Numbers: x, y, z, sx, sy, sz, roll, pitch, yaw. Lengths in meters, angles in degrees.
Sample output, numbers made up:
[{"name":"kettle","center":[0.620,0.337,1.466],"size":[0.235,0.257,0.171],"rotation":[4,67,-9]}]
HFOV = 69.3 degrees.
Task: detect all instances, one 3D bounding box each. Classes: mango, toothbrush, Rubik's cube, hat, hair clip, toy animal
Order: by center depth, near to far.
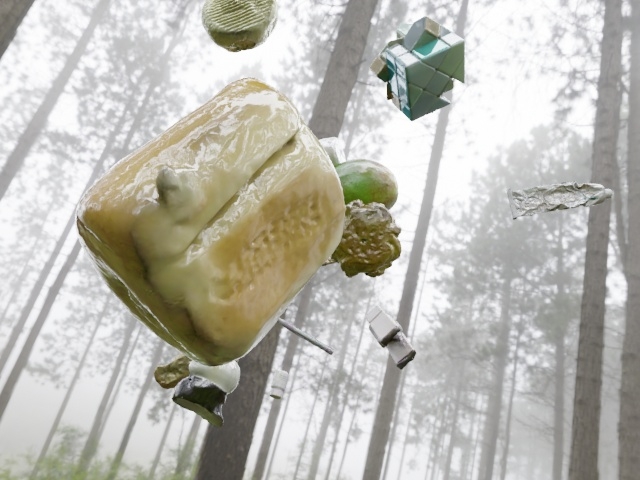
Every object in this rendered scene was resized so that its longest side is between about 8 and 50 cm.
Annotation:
[{"name":"toy animal","center":[-0.303,0.401,1.292],"size":[0.138,0.179,0.166],"rotation":[1,-37,42]},{"name":"Rubik's cube","center":[0.265,-0.492,1.296],"size":[0.224,0.213,0.265],"rotation":[-24,-40,-5]},{"name":"hair clip","center":[0.201,0.276,1.397],"size":[0.101,0.085,0.331],"rotation":[44,0,-5]},{"name":"mango","center":[0.084,-0.155,1.587],"size":[0.381,0.225,0.201],"rotation":[-15,22,-7]},{"name":"toothbrush","center":[-0.102,0.303,1.596],"size":[0.354,0.024,0.029],"rotation":[33,-41,-14]},{"name":"hat","center":[0.015,-0.299,1.670],"size":[0.126,0.203,0.203],"rotation":[-12,-29,21]}]

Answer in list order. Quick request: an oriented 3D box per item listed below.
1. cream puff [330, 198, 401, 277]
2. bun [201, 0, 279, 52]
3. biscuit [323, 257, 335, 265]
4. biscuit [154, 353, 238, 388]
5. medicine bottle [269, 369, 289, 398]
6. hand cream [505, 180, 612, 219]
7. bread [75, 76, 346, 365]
[{"name":"cream puff","center":[0.133,-0.001,1.442],"size":[0.244,0.244,0.196],"rotation":[12,-35,10]},{"name":"bun","center":[-0.225,-0.618,1.299],"size":[0.220,0.220,0.134],"rotation":[13,-14,10]},{"name":"biscuit","center":[0.008,-0.006,1.856],"size":[0.131,0.237,0.026],"rotation":[-13,-31,-29]},{"name":"biscuit","center":[-0.404,0.417,1.560],"size":[0.274,0.091,0.213],"rotation":[-25,-23,6]},{"name":"medicine bottle","center":[-0.145,0.504,1.618],"size":[0.052,0.089,0.052],"rotation":[11,-35,8]},{"name":"hand cream","center":[0.586,-0.102,1.127],"size":[0.256,0.084,0.050],"rotation":[-4,-23,-2]},{"name":"bread","center":[-0.144,-0.032,0.707],"size":[0.253,0.376,0.348],"rotation":[13,-38,40]}]
